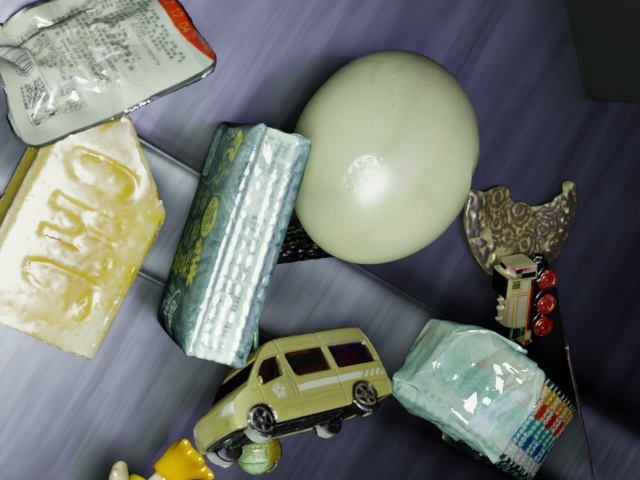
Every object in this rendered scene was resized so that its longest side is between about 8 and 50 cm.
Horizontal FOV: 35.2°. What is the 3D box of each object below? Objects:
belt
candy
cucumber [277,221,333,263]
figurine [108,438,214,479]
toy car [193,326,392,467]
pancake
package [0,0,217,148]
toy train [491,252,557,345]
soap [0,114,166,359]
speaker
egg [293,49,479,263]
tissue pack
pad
[{"bbox_3d":[0.210,0.205,1.315,0.257,0.207,0.150,41,79,-44],"label":"belt"},{"bbox_3d":[-0.079,0.192,1.261,0.061,0.061,0.202,-1,92,-27],"label":"candy"},{"bbox_3d":[0.000,0.000,1.253,0.215,0.058,0.052,-10,116,-24],"label":"cucumber"},{"bbox_3d":[-0.256,0.383,1.132,0.344,0.187,0.215,-35,104,-23],"label":"figurine"},{"bbox_3d":[-0.040,0.177,1.199,0.257,0.101,0.124,-5,63,-42],"label":"toy car"},{"bbox_3d":[0.276,-0.034,1.409,0.190,0.020,0.184,37,83,-29],"label":"pancake"},{"bbox_3d":[-0.244,-0.199,1.070,0.232,0.040,0.166,-30,80,-22],"label":"package"},{"bbox_3d":[0.280,0.084,1.406,0.087,0.050,0.137,-9,116,-19],"label":"toy train"},{"bbox_3d":[-0.266,-0.018,1.101,0.160,0.080,0.257,27,87,-28],"label":"soap"},{"bbox_3d":[0.507,-0.298,1.344,0.232,0.254,0.184,-27,109,-21],"label":"speaker"},{"bbox_3d":[0.074,-0.098,1.174,0.219,0.219,0.269,28,63,-28],"label":"egg"},{"bbox_3d":[-0.103,-0.004,1.125,0.081,0.185,0.257,17,92,-19],"label":"tissue pack"},{"bbox_3d":[0.367,0.238,1.425,0.005,0.202,0.299,-11,107,13],"label":"pad"}]
